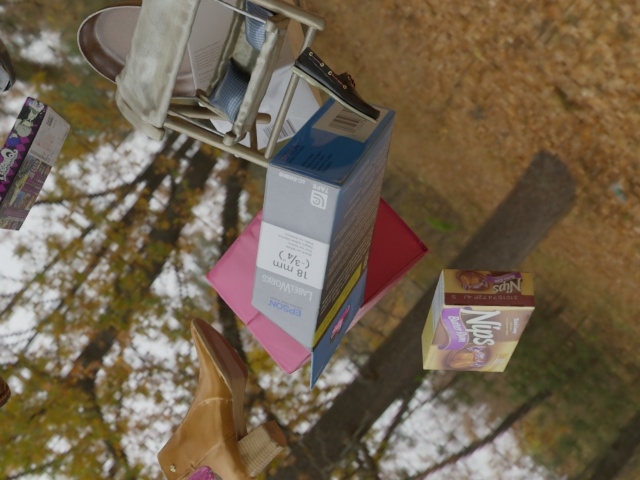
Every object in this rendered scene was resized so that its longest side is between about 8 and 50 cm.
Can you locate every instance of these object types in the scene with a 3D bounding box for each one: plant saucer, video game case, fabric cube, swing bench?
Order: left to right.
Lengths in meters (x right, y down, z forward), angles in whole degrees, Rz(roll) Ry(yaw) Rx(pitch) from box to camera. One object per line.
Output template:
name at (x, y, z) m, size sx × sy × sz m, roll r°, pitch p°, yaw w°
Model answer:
video game case at (-0.485, -0.118, 1.611) m, size 0.041 × 0.210 × 0.232 m, roll 25°, pitch 177°, yaw -5°
plant saucer at (-0.343, -0.400, 2.039) m, size 0.310 × 0.050 × 0.311 m, roll 7°, pitch 155°, yaw 3°
swing bench at (-0.155, -0.274, 1.443) m, size 0.254 × 0.253 × 0.165 m, roll 13°, pitch -148°, yaw -15°
fabric cube at (-0.006, 0.044, 1.851) m, size 0.259 × 0.258 × 0.254 m, roll 49°, pitch -138°, yaw 6°

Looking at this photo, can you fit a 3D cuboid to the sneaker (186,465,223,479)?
sneaker at (-0.113, 0.433, 1.361) m, size 0.111 × 0.103 × 0.252 m, roll 27°, pitch -148°, yaw -39°

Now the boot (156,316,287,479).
boot at (-0.209, 0.303, 1.697) m, size 0.295 × 0.211 × 0.104 m, roll 56°, pitch -166°, yaw 20°

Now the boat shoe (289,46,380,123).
boat shoe at (0.025, -0.199, 1.272) m, size 0.133 × 0.042 × 0.049 m, roll 36°, pitch -176°, yaw -2°

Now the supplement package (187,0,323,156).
supplement package at (-0.120, -0.328, 1.701) m, size 0.175 × 0.177 × 0.293 m, roll 56°, pitch -163°, yaw -56°

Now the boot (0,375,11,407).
boot at (-0.570, 0.206, 1.332) m, size 0.305 × 0.115 × 0.112 m, roll -8°, pitch -165°, yaw -35°

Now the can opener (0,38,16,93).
can opener at (-0.479, -0.283, 1.177) m, size 0.283 × 0.076 × 0.095 m, roll 52°, pitch -161°, yaw -22°

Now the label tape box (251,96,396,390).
label tape box at (0.000, 0.000, 1.367) m, size 0.105 × 0.334 × 0.241 m, roll 18°, pitch -146°, yaw 13°

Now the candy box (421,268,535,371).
candy box at (0.191, 0.102, 1.218) m, size 0.109 × 0.053 × 0.187 m, roll 2°, pitch 150°, yaw -2°
